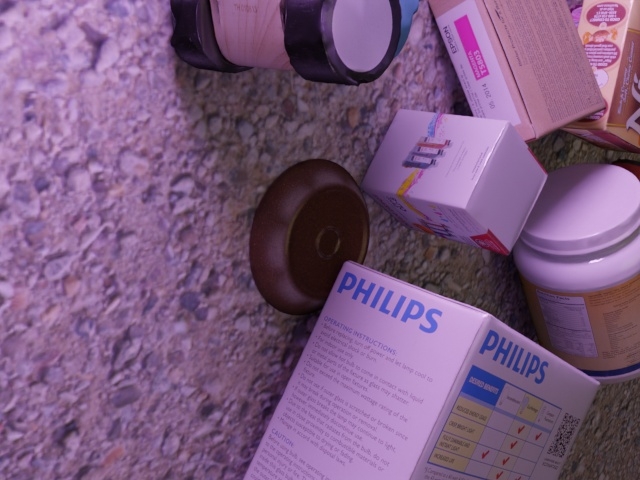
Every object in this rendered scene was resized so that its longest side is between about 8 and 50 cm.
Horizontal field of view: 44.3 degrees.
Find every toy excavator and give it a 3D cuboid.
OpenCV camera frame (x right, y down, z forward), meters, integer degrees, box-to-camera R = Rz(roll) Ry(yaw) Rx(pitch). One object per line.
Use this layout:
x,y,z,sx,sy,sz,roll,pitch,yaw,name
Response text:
0.058,-0.397,0.794,0.445,0.222,0.432,-26,119,-41,toy excavator

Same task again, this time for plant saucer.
0.000,0.000,0.966,0.199,0.036,0.198,-14,111,-42,plant saucer

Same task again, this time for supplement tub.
0.444,0.055,1.283,0.228,0.228,0.316,-45,128,-28,supplement tub

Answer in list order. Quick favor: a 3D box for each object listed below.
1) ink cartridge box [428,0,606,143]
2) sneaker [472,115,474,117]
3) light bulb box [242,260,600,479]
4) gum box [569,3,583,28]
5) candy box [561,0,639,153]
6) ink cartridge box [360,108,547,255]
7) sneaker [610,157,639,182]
0.273,-0.255,1.079,0.193,0.088,0.234,-23,93,-38,ink cartridge box
0.253,-0.166,1.144,0.161,0.075,0.057,-38,124,-32,sneaker
0.131,0.266,1.004,0.358,0.225,0.360,30,84,-46,light bulb box
0.404,-0.302,1.269,0.188,0.062,0.107,-37,124,-33,gum box
0.478,-0.309,1.231,0.183,0.088,0.316,10,94,-47,candy box
0.170,-0.079,1.014,0.128,0.176,0.127,37,76,-43,ink cartridge box
0.621,-0.040,1.528,0.276,0.098,0.135,38,73,-41,sneaker
